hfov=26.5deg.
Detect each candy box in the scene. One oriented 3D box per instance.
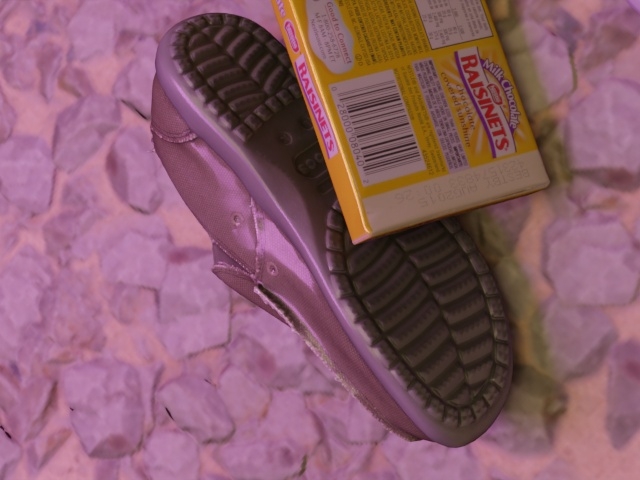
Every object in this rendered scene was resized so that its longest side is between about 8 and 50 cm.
[{"bbox_3d":[0.031,-0.109,0.657,0.027,0.105,0.205,-30,77,62],"label":"candy box"}]

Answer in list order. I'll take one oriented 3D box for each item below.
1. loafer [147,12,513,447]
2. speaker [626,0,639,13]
[{"bbox_3d":[0.000,0.000,0.687,0.251,0.094,0.087,54,143,10],"label":"loafer"},{"bbox_3d":[0.260,-0.084,0.544,0.296,0.131,0.131,36,105,17],"label":"speaker"}]
